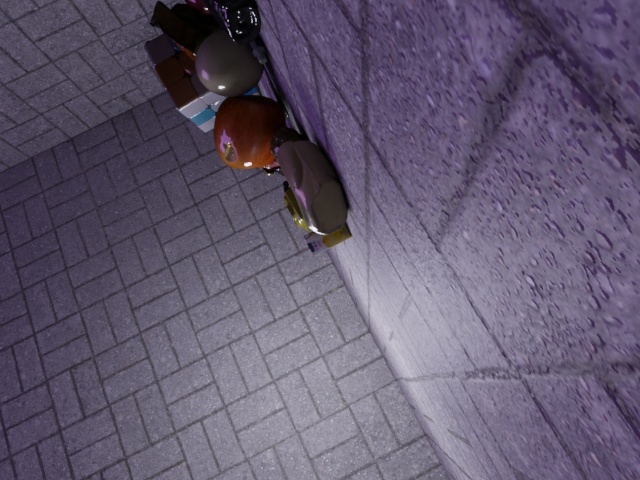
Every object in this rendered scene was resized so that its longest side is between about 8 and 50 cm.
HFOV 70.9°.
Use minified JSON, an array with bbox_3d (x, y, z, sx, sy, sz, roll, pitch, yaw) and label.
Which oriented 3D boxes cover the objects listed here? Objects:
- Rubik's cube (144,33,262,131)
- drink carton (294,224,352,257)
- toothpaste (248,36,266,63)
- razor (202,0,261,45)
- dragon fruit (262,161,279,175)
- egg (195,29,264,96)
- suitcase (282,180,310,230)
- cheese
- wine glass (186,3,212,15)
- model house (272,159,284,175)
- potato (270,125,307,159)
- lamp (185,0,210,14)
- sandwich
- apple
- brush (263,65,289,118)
[{"bbox_3d":[-0.516,-0.756,2.046,0.344,0.347,0.346,62,-175,4],"label":"Rubik's cube"},{"bbox_3d":[0.000,0.000,1.512,0.084,0.200,0.074,64,179,-20],"label":"drink carton"},{"bbox_3d":[-0.199,-0.589,1.279,0.062,0.037,0.216,63,-178,-70],"label":"toothpaste"},{"bbox_3d":[-0.261,-0.650,1.097,0.326,0.107,0.189,62,178,9],"label":"razor"},{"bbox_3d":[-0.195,-0.410,1.850,0.211,0.147,0.282,61,-165,-73],"label":"dragon fruit"},{"bbox_3d":[-0.273,-0.527,1.342,0.188,0.189,0.253,64,-153,-20],"label":"egg"},{"bbox_3d":[-0.085,-0.166,2.142,0.234,0.143,0.194,61,177,22],"label":"suitcase"},{"bbox_3d":[-0.021,-0.148,1.253,0.233,0.127,0.266,61,176,39],"label":"cheese"},{"bbox_3d":[-0.422,-0.877,1.442,0.264,0.096,0.309,-140,35,-79],"label":"wine glass"},{"bbox_3d":[-0.106,-0.306,1.698,0.164,0.141,0.203,41,-169,18],"label":"model house"},{"bbox_3d":[-0.076,-0.259,1.435,0.149,0.113,0.251,51,180,37],"label":"potato"},{"bbox_3d":[-0.353,-0.783,1.359,0.182,0.140,0.182,52,151,44],"label":"lamp"},{"bbox_3d":[-0.379,-0.654,1.479,0.250,0.162,0.301,45,-174,31],"label":"sandwich"},{"bbox_3d":[-0.230,-0.344,1.463,0.242,0.242,0.240,-121,35,-57],"label":"apple"},{"bbox_3d":[-0.171,-0.521,1.484,0.062,0.027,0.266,30,150,58],"label":"brush"}]
